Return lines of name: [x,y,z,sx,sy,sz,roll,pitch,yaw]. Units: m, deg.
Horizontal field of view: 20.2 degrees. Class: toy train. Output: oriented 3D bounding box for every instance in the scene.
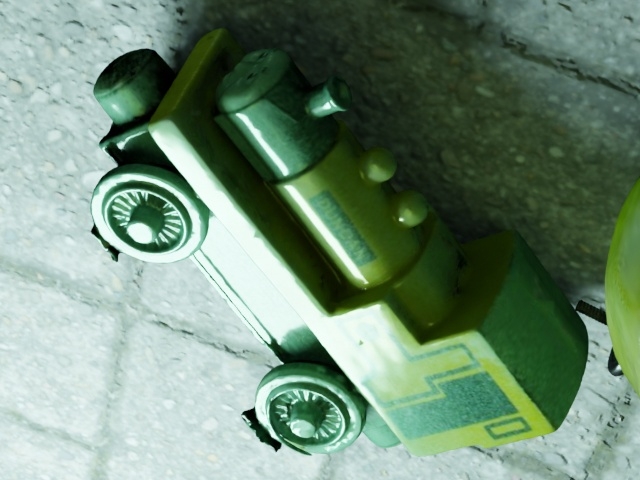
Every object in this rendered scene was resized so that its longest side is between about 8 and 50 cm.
toy train: [0.000,0.000,1.264,0.237,0.150,0.369,-19,121,36]

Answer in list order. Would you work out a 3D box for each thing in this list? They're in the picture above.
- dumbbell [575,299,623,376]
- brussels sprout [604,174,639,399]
dumbbell: [0.249,0.078,1.287,0.147,0.069,0.069,26,136,-1]
brussels sprout: [0.327,0.047,1.082,0.344,0.268,0.344,9,139,8]
